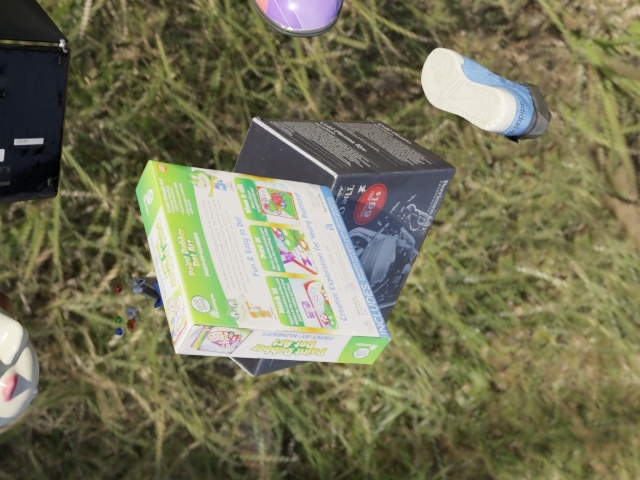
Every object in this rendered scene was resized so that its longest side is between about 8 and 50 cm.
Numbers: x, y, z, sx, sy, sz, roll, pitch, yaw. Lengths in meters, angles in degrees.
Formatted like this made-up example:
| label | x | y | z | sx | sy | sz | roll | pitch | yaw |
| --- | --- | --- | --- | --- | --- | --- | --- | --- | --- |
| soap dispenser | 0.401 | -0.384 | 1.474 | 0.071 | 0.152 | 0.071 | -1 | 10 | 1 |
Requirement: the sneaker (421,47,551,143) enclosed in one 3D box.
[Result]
| label | x | y | z | sx | sy | sz | roll | pitch | yaw |
| --- | --- | --- | --- | --- | --- | --- | --- | --- | --- |
| sneaker | 0.168 | -0.143 | 1.048 | 0.085 | 0.152 | 0.058 | 11 | 110 | -33 |

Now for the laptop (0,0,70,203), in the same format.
| label | x | y | z | sx | sy | sz | roll | pitch | yaw |
| --- | --- | --- | --- | --- | --- | --- | --- | --- | --- |
| laptop | -0.382 | -0.174 | 1.070 | 0.234 | 0.137 | 0.264 | -14 | 115 | -60 |

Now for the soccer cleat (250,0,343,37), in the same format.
| label | x | y | z | sx | sy | sz | roll | pitch | yaw |
| --- | --- | --- | --- | --- | --- | --- | --- | --- | --- |
| soccer cleat | -0.025 | -0.355 | 1.081 | 0.109 | 0.318 | 0.116 | 3 | 152 | -8 |

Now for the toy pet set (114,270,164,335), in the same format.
| label | x | y | z | sx | sy | sz | roll | pitch | yaw |
| --- | --- | --- | --- | --- | --- | --- | --- | --- | --- |
| toy pet set | -0.322 | 0.118 | 1.964 | 0.114 | 0.065 | 0.122 | -42 | 149 | -43 |

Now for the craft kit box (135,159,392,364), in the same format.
| label | x | y | z | sx | sy | sz | roll | pitch | yaw |
| --- | --- | --- | --- | --- | --- | --- | --- | --- | --- |
| craft kit box | -0.068 | 0.025 | 1.203 | 0.247 | 0.249 | 0.061 | 10 | 132 | -32 |

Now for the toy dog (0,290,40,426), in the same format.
| label | x | y | z | sx | sy | sz | roll | pitch | yaw |
| --- | --- | --- | --- | --- | --- | --- | --- | --- | --- |
| toy dog | -0.559 | 0.166 | 1.387 | 0.408 | 0.396 | 0.284 | 22 | 71 | -54 |

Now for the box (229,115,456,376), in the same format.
| label | x | y | z | sx | sy | sz | roll | pitch | yaw |
| --- | --- | --- | --- | --- | --- | --- | --- | --- | --- |
| box | 0.000 | 0.000 | 1.616 | 0.313 | 0.179 | 0.343 | -9 | 128 | -51 |
